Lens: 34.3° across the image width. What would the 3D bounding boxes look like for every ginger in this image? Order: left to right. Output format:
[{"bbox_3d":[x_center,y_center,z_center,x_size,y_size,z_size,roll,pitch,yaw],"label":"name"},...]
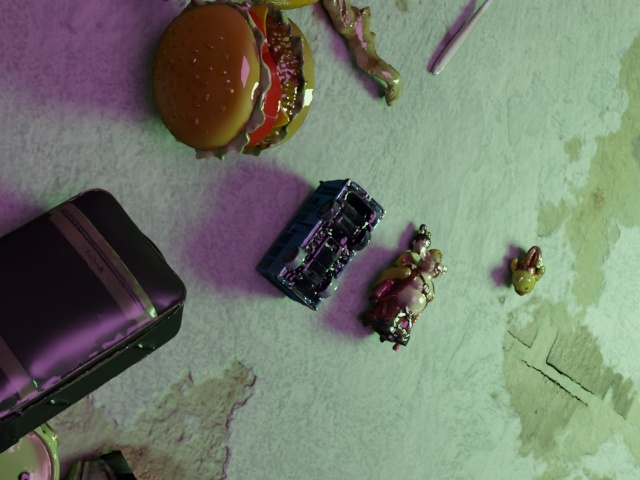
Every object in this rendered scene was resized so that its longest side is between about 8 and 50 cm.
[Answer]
[{"bbox_3d":[0.084,-0.389,1.998,0.089,0.075,0.288,-43,109,-28],"label":"ginger"}]

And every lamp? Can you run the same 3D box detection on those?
[{"bbox_3d":[0.180,0.086,2.053,0.118,0.118,0.253,42,73,-26],"label":"lamp"}]

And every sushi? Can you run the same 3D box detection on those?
[{"bbox_3d":[-0.379,0.502,1.736,0.109,0.134,0.273,3,101,-26],"label":"sushi"}]

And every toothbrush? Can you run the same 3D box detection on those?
[{"bbox_3d":[0.317,-0.457,2.159,0.025,0.029,0.307,41,74,-15],"label":"toothbrush"}]

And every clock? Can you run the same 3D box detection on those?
[{"bbox_3d":[-0.525,0.362,1.646,0.235,0.096,0.308,-1,92,-31],"label":"clock"}]

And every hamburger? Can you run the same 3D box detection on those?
[{"bbox_3d":[-0.161,-0.269,1.722,0.212,0.274,0.275,-10,98,-52],"label":"hamburger"}]

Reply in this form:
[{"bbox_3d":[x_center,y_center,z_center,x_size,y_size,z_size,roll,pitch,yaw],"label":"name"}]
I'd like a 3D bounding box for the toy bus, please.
[{"bbox_3d":[0.000,0.000,1.924,0.116,0.133,0.234,42,77,-24],"label":"toy bus"}]

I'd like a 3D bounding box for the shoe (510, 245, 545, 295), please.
[{"bbox_3d":[0.444,0.062,2.237,0.109,0.072,0.069,-42,151,-18],"label":"shoe"}]

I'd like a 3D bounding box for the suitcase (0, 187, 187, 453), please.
[{"bbox_3d":[-0.430,0.115,1.595,0.434,0.194,0.283,-32,71,-28],"label":"suitcase"}]

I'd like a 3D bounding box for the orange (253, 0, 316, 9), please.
[{"bbox_3d":[-0.061,-0.521,1.839,0.224,0.170,0.224,-3,96,-32],"label":"orange"}]
